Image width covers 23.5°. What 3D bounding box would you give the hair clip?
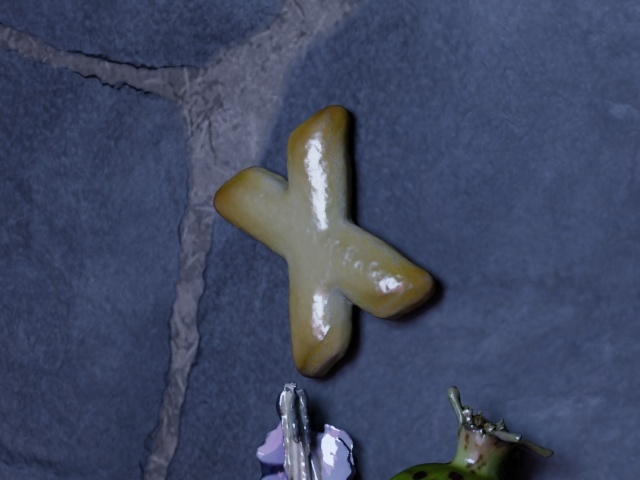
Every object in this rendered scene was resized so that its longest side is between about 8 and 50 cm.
[{"bbox_3d":[-0.017,0.272,1.362,0.106,0.084,0.292,-10,76,36],"label":"hair clip"}]

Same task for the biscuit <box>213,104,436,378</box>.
[{"bbox_3d":[-0.001,0.000,1.387,0.164,0.047,0.208,-37,68,23],"label":"biscuit"}]

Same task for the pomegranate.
[{"bbox_3d":[0.119,0.227,1.254,0.148,0.148,0.169,32,77,30],"label":"pomegranate"}]
